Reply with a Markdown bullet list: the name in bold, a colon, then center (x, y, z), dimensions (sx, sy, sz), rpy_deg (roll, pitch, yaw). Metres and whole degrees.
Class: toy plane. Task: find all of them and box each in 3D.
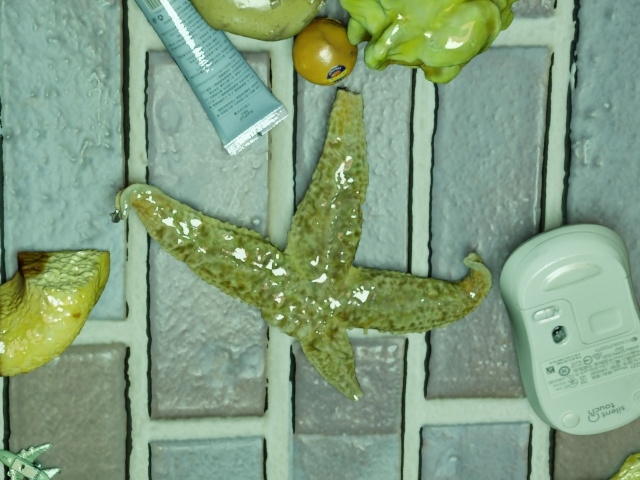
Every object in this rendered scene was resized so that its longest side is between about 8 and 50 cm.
- **toy plane**: center (-0.375, 0.289, 1.396), dimensions (0.083, 0.033, 0.080), rpy_deg (32, 83, -11)

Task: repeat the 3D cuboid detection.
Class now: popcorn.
- **popcorn**: center (0.119, -0.307, 1.267), dimensions (0.256, 0.195, 0.254), rpy_deg (20, 71, -49)

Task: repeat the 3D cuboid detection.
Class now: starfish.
- **starfish**: center (0.000, 0.000, 1.371), dimensions (0.324, 0.082, 0.432), rpy_deg (-43, 103, 3)

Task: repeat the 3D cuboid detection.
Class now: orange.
- **orange**: center (0.005, -0.229, 1.337), dimensions (0.084, 0.083, 0.083), rpy_deg (-1, 100, -8)

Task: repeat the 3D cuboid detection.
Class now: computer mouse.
- **computer mouse**: center (0.328, 0.107, 1.422), dimensions (0.184, 0.121, 0.296), rpy_deg (-23, 115, 3)

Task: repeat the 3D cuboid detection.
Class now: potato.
- **potato**: center (-0.073, -0.297, 1.283), dimensions (0.176, 0.137, 0.137), rpy_deg (-4, 100, -3)

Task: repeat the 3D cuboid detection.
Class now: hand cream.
- **hand cream**: center (-0.150, -0.234, 1.329), dimensions (0.091, 0.058, 0.271), rpy_deg (-37, 109, -4)

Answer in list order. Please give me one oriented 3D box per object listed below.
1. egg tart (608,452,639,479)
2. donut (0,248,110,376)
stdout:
- **egg tart**: center (0.526, 0.434, 1.500), dimensions (0.345, 0.132, 0.345), rpy_deg (-1, 97, -8)
- **donut**: center (-0.398, 0.098, 1.311), dimensions (0.295, 0.112, 0.151), rpy_deg (-1, 105, -13)
